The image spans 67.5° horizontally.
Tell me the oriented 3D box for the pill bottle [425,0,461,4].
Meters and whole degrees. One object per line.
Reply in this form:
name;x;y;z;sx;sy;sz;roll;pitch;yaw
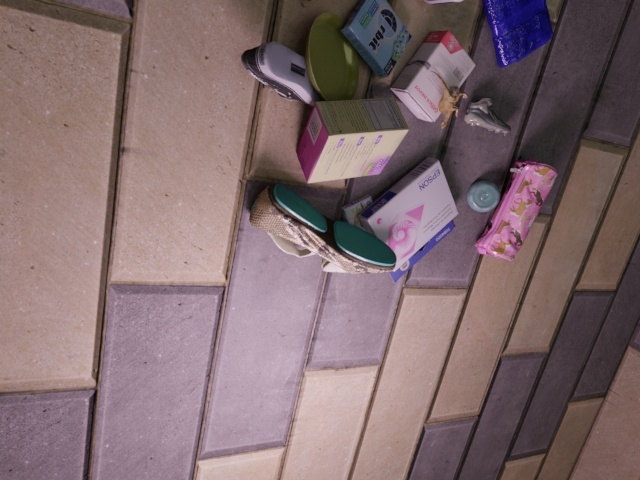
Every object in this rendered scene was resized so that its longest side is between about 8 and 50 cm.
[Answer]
pill bottle;0.363;-0.712;1.330;0.094;0.169;0.094;-10;115;-23

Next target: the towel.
towel;0.628;-0.737;1.510;0.227;0.076;0.308;-37;122;-9

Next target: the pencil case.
pencil case;0.719;-0.110;1.770;0.167;0.160;0.386;22;102;2

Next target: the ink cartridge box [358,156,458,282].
ink cartridge box;0.323;-0.056;1.627;0.324;0.071;0.330;-41;123;-13

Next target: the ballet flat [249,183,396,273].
ballet flat;0.000;0.000;1.459;0.482;0.164;0.182;28;126;-23

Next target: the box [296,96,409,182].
box;0.082;-0.279;1.337;0.243;0.117;0.213;-10;156;-22

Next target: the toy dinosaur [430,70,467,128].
toy dinosaur;0.384;-0.423;1.424;0.092;0.053;0.183;-26;123;-15

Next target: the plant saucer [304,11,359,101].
plant saucer;0.027;-0.479;1.282;0.241;0.037;0.241;-3;94;-54

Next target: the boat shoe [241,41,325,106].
boat shoe;-0.080;-0.425;1.262;0.306;0.105;0.113;1;95;-54

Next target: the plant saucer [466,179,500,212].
plant saucer;0.590;-0.159;1.727;0.119;0.021;0.119;1;101;7

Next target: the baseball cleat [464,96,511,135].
baseball cleat;0.578;-0.424;1.619;0.206;0.072;0.109;5;101;-32

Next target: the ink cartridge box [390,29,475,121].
ink cartridge box;0.341;-0.496;1.456;0.158;0.092;0.218;35;91;-34

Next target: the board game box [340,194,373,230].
board game box;0.133;-0.060;1.571;0.103;0.026;0.154;-26;120;-15

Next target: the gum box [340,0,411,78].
gum box;0.160;-0.578;1.335;0.184;0.041;0.157;40;72;-34
